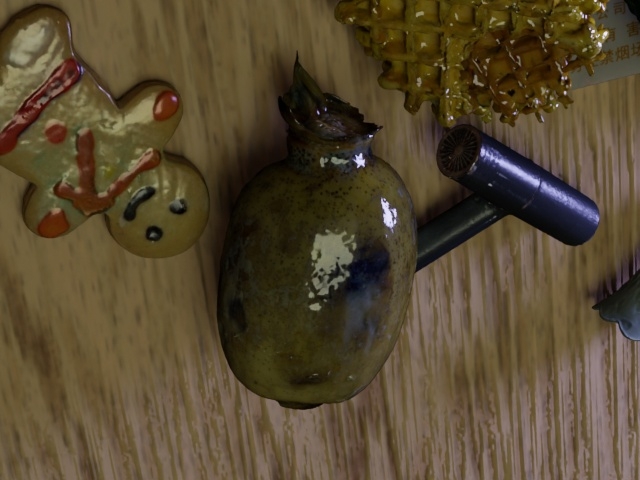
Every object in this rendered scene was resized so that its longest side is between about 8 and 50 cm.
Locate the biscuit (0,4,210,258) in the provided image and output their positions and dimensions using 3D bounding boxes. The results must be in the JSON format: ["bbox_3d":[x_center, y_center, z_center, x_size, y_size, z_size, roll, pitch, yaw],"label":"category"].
[{"bbox_3d":[-0.172,-0.068,1.326,0.153,0.030,0.234,-41,122,7],"label":"biscuit"}]

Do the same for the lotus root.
[{"bbox_3d":[0.002,0.001,1.353,0.154,0.154,0.278,-1,113,-19],"label":"lotus root"}]

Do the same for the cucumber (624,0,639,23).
[{"bbox_3d":[0.280,-0.162,1.330,0.077,0.077,0.265,-38,122,3],"label":"cucumber"}]

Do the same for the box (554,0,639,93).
[{"bbox_3d":[0.213,-0.238,1.349,0.149,0.067,0.233,-16,120,-14],"label":"box"}]

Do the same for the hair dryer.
[{"bbox_3d":[0.110,0.002,1.454,0.195,0.050,0.173,-41,136,24],"label":"hair dryer"}]

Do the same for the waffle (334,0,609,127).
[{"bbox_3d":[0.114,-0.168,1.298,0.197,0.070,0.193,30,132,-1],"label":"waffle"}]

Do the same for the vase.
[{"bbox_3d":[0.308,0.022,1.519,0.081,0.081,0.148,30,101,-30],"label":"vase"}]
